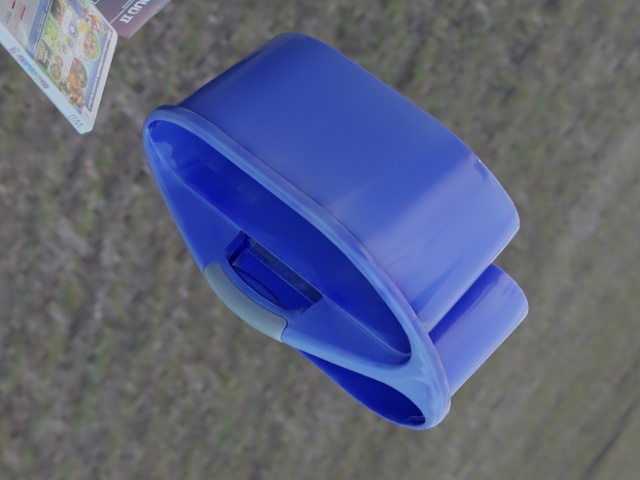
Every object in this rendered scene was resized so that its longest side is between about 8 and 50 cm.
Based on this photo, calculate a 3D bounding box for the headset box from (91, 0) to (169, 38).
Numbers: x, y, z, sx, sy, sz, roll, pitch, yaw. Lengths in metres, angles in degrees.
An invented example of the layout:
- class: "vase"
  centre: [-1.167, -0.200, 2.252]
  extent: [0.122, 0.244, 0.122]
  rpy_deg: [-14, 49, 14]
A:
- class: "headset box"
  centre: [-0.266, -0.331, 1.822]
  extent: [0.293, 0.218, 0.110]
  rpy_deg: [10, 144, -40]

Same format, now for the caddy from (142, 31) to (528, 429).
- class: "caddy"
  centre: [0.000, 0.000, 1.466]
  extent: [0.179, 0.341, 0.241]
  rpy_deg: [-40, 146, -19]

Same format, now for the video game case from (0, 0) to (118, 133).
- class: "video game case"
  centre: [-0.167, -0.135, 1.142]
  extent: [0.122, 0.011, 0.087]
  rpy_deg: [51, 34, -38]
